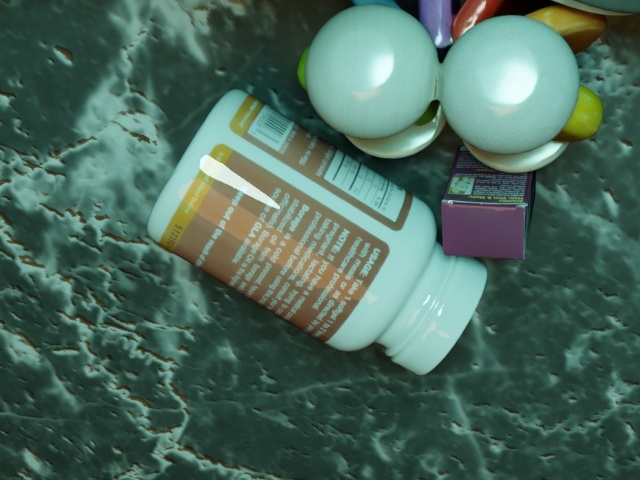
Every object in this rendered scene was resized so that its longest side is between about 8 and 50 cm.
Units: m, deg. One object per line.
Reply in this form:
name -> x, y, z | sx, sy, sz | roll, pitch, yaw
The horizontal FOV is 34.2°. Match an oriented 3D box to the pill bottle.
pill bottle -> 0.000, 0.000, 0.716 | 0.216, 0.121, 0.121 | 32, 126, -5

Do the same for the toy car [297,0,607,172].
toy car -> 0.079, -0.117, 0.617 | 0.182, 0.159, 0.136 | 8, 90, 12

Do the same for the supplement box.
supplement box -> 0.113, -0.028, 0.686 | 0.055, 0.083, 0.043 | 4, 124, 15

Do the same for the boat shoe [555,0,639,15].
boat shoe -> 0.225, -0.163, 0.531 | 0.335, 0.112, 0.095 | 17, 163, -2
